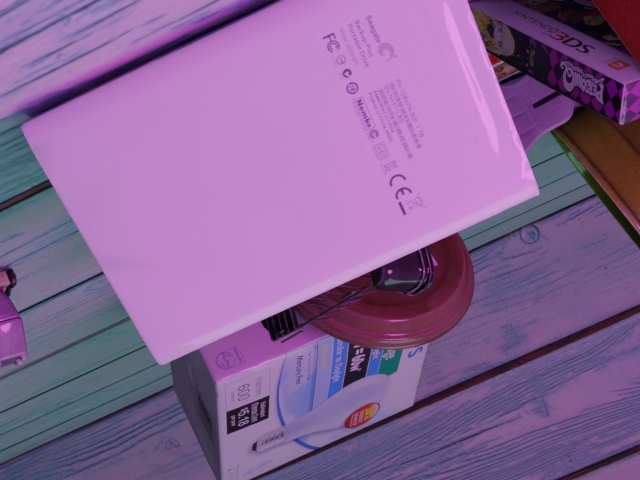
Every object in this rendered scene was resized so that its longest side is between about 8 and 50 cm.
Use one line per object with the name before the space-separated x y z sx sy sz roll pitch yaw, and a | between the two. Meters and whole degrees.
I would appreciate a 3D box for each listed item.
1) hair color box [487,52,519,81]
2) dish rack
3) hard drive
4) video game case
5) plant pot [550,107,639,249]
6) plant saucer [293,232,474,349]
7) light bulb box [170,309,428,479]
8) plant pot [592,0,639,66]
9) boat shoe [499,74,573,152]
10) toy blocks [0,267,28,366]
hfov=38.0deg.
hair color box | 0.145 -0.174 0.945 0.141 0.043 0.072 -26 170 11
dish rack | 0.000 0.000 1.101 0.074 0.208 0.271 -1 159 -37
hard drive | -0.023 -0.062 0.687 0.318 0.210 0.040 -24 -160 4
video game case | 0.278 -0.187 0.799 0.232 0.210 0.042 -20 127 -17
plant pot | 0.622 -0.148 1.494 0.353 0.366 0.366 -39 167 13
plant saucer | 0.074 0.020 1.233 0.278 0.278 0.041 -19 146 -27
light bulb box | -0.036 0.154 1.435 0.361 0.225 0.358 -21 146 -18
plant pot | 0.366 -0.227 0.621 0.267 0.267 0.236 -21 158 -18
boat shoe | 0.198 -0.132 1.107 0.302 0.109 0.094 -22 174 -45
toy blocks | -0.465 0.226 1.010 0.309 0.260 0.288 -17 168 -34
